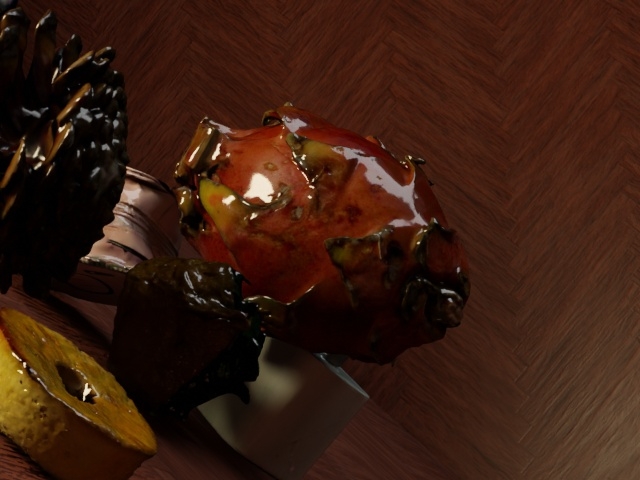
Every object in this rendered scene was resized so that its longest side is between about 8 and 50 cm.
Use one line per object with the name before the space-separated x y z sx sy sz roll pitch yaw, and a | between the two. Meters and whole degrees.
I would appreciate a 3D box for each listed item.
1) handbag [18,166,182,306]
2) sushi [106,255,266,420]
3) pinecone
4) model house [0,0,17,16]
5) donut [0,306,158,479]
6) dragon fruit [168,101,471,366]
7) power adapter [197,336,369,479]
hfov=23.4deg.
handbag | -0.224 -0.002 1.592 0.179 0.116 0.205 5 -18 15
sushi | -0.128 0.104 1.467 0.140 0.149 0.287 11 -22 -4
pinecone | -0.292 -0.089 1.258 0.292 0.246 0.246 27 0 3
model house | -0.512 -0.309 1.869 0.284 0.298 0.243 53 -29 8
donut | -0.179 0.114 1.054 0.152 0.058 0.152 40 1 -1
dragon fruit | -0.004 -0.001 1.573 0.315 0.250 0.250 11 4 -7
power adapter | -0.022 0.145 1.690 0.125 0.205 0.130 40 2 -38
